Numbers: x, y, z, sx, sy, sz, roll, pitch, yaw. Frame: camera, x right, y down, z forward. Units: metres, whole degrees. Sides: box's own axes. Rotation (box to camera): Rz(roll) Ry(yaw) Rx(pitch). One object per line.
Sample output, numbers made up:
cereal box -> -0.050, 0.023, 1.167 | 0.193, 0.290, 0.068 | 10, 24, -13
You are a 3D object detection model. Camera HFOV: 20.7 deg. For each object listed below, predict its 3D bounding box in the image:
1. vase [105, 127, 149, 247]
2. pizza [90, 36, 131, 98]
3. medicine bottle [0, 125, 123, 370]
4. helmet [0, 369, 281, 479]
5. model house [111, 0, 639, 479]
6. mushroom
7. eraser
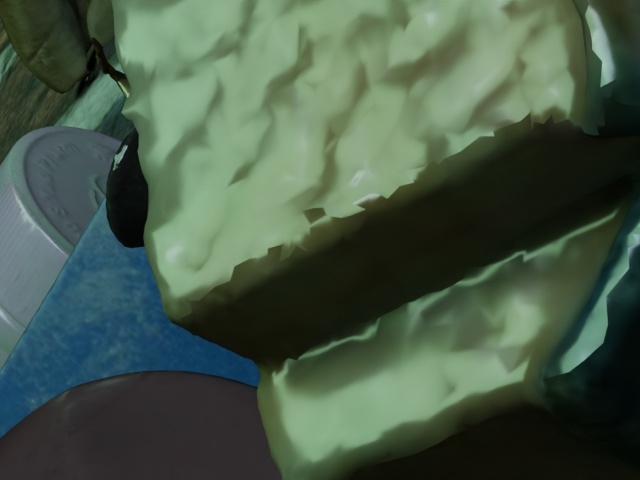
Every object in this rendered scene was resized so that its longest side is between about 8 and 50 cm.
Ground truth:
vase -> 0.000, 0.000, 0.667 | 0.183, 0.120, 0.120 | 20, 82, 30
pizza -> -0.044, -0.088, 0.880 | 0.226, 0.069, 0.147 | -23, -42, -52
medicine bottle -> -0.174, 0.072, 1.026 | 0.254, 0.152, 0.152 | -52, 23, 28
helmet -> -0.043, 0.176, 0.529 | 0.271, 0.197, 0.338 | -50, 23, 26
model house -> 0.117, -0.096, 0.452 | 0.280, 0.245, 0.312 | -27, 56, 25
mushroom -> -0.212, -0.267, 1.527 | 0.286, 0.151, 0.156 | -51, 22, 30
eraser -> -0.026, 0.007, 0.754 | 0.312, 0.144, 0.042 | -56, -5, 24
